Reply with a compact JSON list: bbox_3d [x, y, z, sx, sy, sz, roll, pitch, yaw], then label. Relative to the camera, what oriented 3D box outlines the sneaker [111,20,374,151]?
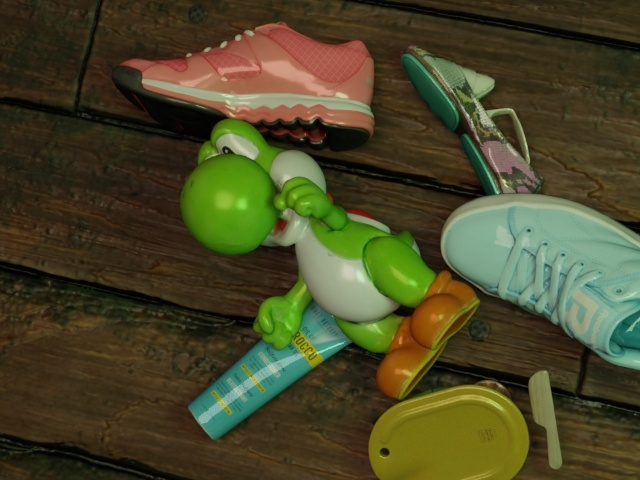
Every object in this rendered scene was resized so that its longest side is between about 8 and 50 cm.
[{"bbox_3d":[-0.083,-0.192,1.977,0.314,0.116,0.136,9,74,7],"label":"sneaker"}]

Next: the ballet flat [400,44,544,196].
[{"bbox_3d":[0.179,-0.138,1.920,0.079,0.077,0.221,-31,81,-11],"label":"ballet flat"}]

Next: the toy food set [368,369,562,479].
[{"bbox_3d":[0.163,0.212,1.880,0.218,0.071,0.128,-15,103,12],"label":"toy food set"}]

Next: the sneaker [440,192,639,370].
[{"bbox_3d":[0.291,0.051,1.806,0.366,0.150,0.135,17,111,15],"label":"sneaker"}]

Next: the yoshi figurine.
[{"bbox_3d":[-0.018,0.017,1.859,0.362,0.203,0.203,41,88,11],"label":"yoshi figurine"}]

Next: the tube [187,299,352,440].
[{"bbox_3d":[-0.057,0.145,1.947,0.207,0.052,0.080,-40,83,-2],"label":"tube"}]
